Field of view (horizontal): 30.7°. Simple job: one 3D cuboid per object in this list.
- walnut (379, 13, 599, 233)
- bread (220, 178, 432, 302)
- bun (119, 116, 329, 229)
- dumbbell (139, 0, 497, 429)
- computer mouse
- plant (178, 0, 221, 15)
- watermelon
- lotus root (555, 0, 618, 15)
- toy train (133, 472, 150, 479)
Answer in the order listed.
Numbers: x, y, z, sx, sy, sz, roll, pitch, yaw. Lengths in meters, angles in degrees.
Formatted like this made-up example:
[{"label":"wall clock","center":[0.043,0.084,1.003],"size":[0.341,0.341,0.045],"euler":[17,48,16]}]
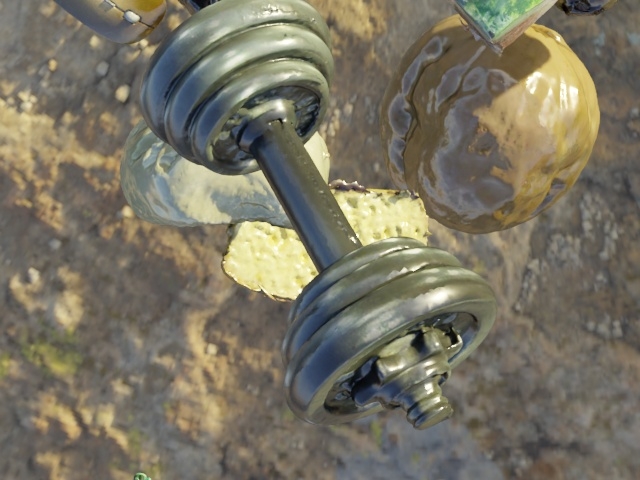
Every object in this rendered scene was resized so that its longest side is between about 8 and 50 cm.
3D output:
[{"label":"walnut","center":[0.285,-0.195,1.971],"size":[0.383,0.384,0.384],"euler":[3,120,5]},{"label":"bread","center":[-0.004,0.002,1.439],"size":[0.260,0.147,0.160],"euler":[2,94,-15]},{"label":"bun","center":[-0.098,-0.084,1.230],"size":[0.229,0.229,0.145],"euler":[2,103,5]},{"label":"dumbbell","center":[-0.009,-0.029,0.924],"size":[0.179,0.406,0.179],"euler":[-24,154,-13]},{"label":"computer mouse","center":[-0.291,-0.332,1.498],"size":[0.199,0.045,0.102],"euler":[40,115,-23]},{"label":"plant","center":[-0.106,-0.303,1.337],"size":[0.129,0.132,0.194],"euler":[-44,155,-10]},{"label":"watermelon","center":[0.160,-0.387,1.460],"size":[0.305,0.224,0.180],"euler":[49,143,12]},{"label":"lotus root","center":[0.410,-0.435,1.730],"size":[0.125,0.118,0.221],"euler":[15,86,6]},{"label":"toy train","center":[-0.216,0.318,1.375],"size":[0.029,0.092,0.045],"euler":[-6,138,11]}]
